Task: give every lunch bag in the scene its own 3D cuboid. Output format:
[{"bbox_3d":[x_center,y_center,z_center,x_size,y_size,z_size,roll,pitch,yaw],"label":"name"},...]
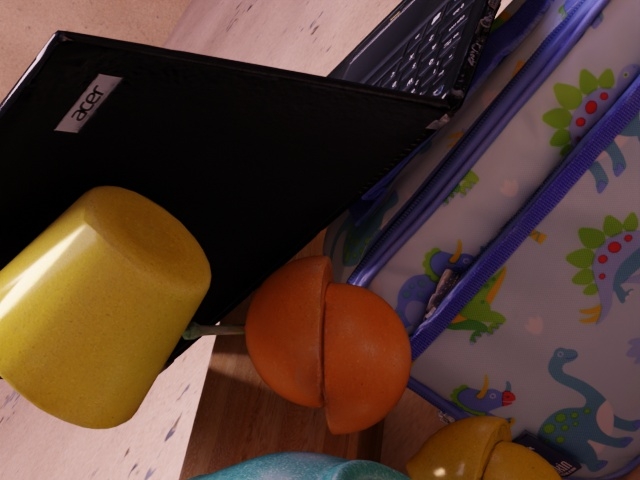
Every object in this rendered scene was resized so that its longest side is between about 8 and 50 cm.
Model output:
[{"bbox_3d":[0.116,-0.012,0.651,0.219,0.176,0.090,-49,22,13],"label":"lunch bag"}]

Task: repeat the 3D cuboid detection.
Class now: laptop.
[{"bbox_3d":[-0.052,-0.052,0.619,0.234,0.136,0.264,-40,19,43],"label":"laptop"}]

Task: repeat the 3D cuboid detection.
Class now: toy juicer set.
[{"bbox_3d":[0.026,0.128,0.503,0.089,0.209,0.329,-50,57,21],"label":"toy juicer set"}]

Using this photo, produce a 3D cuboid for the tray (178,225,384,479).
[{"bbox_3d":[-0.012,0.127,0.734,0.411,0.076,0.203,-81,-7,-57],"label":"tray"}]
